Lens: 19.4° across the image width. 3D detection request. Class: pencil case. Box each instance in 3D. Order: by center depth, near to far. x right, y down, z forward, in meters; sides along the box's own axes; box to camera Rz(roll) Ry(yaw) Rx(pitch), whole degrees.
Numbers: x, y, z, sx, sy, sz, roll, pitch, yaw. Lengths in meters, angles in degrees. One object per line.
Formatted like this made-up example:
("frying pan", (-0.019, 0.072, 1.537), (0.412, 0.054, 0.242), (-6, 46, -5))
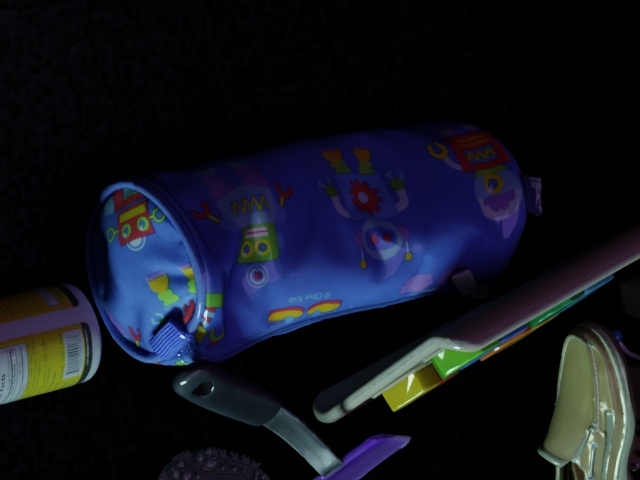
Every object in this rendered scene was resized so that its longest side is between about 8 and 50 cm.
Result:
("pencil case", (0.000, 0.000, 1.232), (0.306, 0.119, 0.133), (-12, 67, -36))

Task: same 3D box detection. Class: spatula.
("spatula", (-0.022, 0.127, 1.241), (0.084, 0.030, 0.296), (-38, 147, 9))

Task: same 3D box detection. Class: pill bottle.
("pill bottle", (-0.196, 0.067, 1.127), (0.116, 0.065, 0.065), (-12, 108, -37))

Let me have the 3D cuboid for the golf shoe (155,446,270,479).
("golf shoe", (-0.103, 0.196, 1.251), (0.176, 0.069, 0.086), (-17, 147, -46))

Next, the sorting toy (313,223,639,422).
("sorting toy", (0.113, 0.065, 1.295), (0.193, 0.208, 0.038), (-27, 86, -32))

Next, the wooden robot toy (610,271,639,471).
("wooden robot toy", (0.282, 0.116, 1.524), (0.076, 0.079, 0.173), (-7, 105, -38))

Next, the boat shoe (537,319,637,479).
("boat shoe", (0.207, 0.158, 1.486), (0.072, 0.068, 0.190), (-16, 111, -21))
